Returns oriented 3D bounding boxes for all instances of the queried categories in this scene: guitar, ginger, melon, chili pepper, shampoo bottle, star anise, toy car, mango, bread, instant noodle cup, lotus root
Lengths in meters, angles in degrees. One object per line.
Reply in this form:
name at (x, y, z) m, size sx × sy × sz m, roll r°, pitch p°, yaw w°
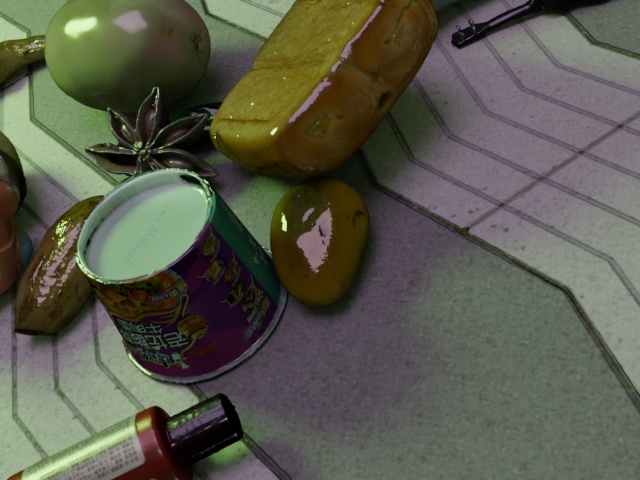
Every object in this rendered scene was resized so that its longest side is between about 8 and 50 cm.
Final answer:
guitar at (0.334, -0.376, 1.405) m, size 0.271 × 0.038 × 0.084 m, roll -20°, pitch 44°, yaw 6°
ginger at (-0.625, -0.370, 1.799) m, size 0.294 × 0.086 × 0.131 m, roll -18°, pitch 23°, yaw 2°
melon at (-0.340, -0.335, 1.540) m, size 0.316 × 0.223 × 0.223 m, roll 1°, pitch 51°, yaw 31°
chili pepper at (-0.237, -0.181, 1.468) m, size 0.224 × 0.061 × 0.098 m, roll -24°, pitch 44°, yaw 4°
shampoo bottle at (-0.223, 0.264, 1.031) m, size 0.278 × 0.104 × 0.104 m, roll -26°, pitch 45°, yaw 0°
star anise at (-0.255, -0.142, 1.388) m, size 0.197 × 0.073 × 0.212 m, roll -38°, pitch 77°, yaw 8°
toy car at (-0.556, -0.011, 1.338) m, size 0.212 × 0.271 × 0.180 m, roll -11°, pitch 34°, yaw -14°
mango at (0.000, 0.000, 1.176) m, size 0.137 × 0.098 × 0.195 m, roll -12°, pitch 51°, yaw 9°
bread at (0.002, -0.223, 1.290) m, size 0.328 × 0.148 × 0.337 m, roll -57°, pitch 26°, yaw -10°
instant noodle cup at (-0.191, 0.035, 1.161) m, size 0.251 × 0.190 × 0.251 m, roll -13°, pitch 46°, yaw 14°
lotus root at (-0.371, 0.030, 1.316) m, size 0.110 × 0.097 × 0.258 m, roll 8°, pitch 58°, yaw 26°

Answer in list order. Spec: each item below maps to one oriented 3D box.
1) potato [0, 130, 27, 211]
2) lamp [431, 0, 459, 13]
potato at (-0.639, -0.114, 1.487) m, size 0.285 × 0.242 × 0.243 m, roll -35°, pitch 44°, yaw 12°
lamp at (0.173, -0.430, 1.441) m, size 0.313 × 0.182 × 0.182 m, roll -3°, pitch 49°, yaw 7°
